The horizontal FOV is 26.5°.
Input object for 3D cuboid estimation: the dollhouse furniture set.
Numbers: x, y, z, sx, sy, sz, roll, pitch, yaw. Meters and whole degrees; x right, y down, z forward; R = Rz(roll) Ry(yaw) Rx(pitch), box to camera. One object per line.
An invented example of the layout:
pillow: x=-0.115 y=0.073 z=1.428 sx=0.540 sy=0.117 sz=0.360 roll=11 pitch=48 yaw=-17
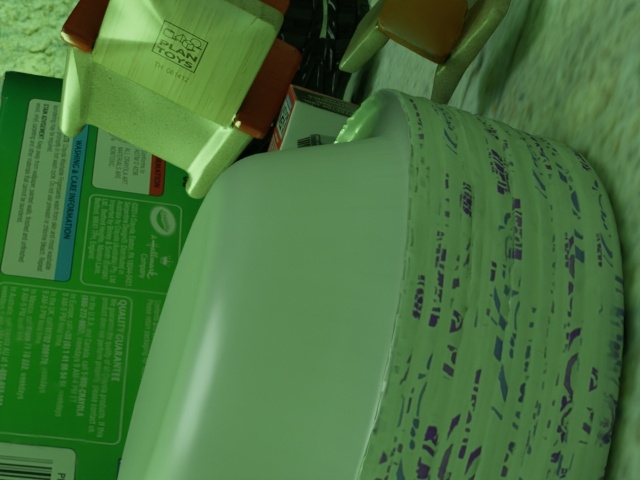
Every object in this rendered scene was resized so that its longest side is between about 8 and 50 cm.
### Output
dollhouse furniture set: x=-0.028 y=-0.159 z=0.674 sx=0.135 sy=0.262 sz=0.259 roll=-56 pitch=10 yaw=52

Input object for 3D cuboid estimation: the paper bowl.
paper bowl: x=0.001 y=0.074 z=0.585 sx=0.284 sy=0.148 sz=0.284 roll=-164 pitch=90 yaw=-80

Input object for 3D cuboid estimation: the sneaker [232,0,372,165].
sneaker: x=-0.018 y=-0.079 z=1.067 sx=0.108 sy=0.100 sz=0.271 roll=95 pitch=-170 yaw=-71

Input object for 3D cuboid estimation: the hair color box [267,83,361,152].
hair color box: x=0.000 y=0.000 z=0.829 sx=0.053 sy=0.093 sz=0.167 roll=-107 pitch=35 yaw=-70

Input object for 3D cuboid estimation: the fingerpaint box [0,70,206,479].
fingerpaint box: x=-0.180 y=0.170 z=0.951 sx=0.444 sy=0.163 sz=0.371 roll=-93 pitch=15 yaw=-45
